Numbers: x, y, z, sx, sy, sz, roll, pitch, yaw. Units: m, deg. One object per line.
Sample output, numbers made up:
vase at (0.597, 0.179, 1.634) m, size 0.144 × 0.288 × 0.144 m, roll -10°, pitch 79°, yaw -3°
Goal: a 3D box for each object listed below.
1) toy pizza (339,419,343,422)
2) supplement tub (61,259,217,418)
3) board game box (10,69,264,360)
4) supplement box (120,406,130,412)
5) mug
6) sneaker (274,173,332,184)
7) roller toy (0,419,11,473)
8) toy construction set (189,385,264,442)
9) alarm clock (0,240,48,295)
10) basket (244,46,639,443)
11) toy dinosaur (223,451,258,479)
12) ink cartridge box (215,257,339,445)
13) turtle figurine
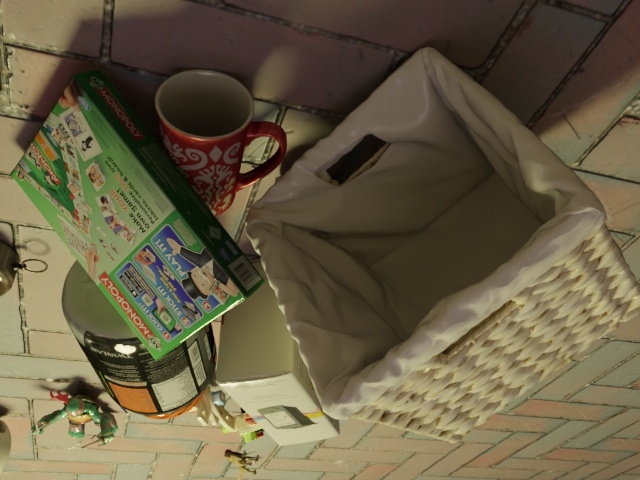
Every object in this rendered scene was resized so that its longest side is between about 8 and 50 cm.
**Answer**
toy pizza at (0.058, 0.399, 1.444) m, size 0.201 × 0.032 × 0.201 m, roll -29°, pitch 170°, yaw -6°
supplement tub at (-0.285, 0.160, 1.019) m, size 0.207 × 0.207 × 0.338 m, roll -1°, pitch 143°, yaw -4°
board game box at (-0.239, -0.019, 0.761) m, size 0.213 × 0.046 × 0.317 m, roll -35°, pitch 94°, yaw 38°
supplement box at (-0.388, 0.323, 1.321) m, size 0.083 × 0.083 × 0.056 m, roll -7°, pitch 143°, yaw 1°
mug at (-0.133, -0.103, 0.761) m, size 0.150 × 0.113 × 0.169 m, roll 31°, pitch 145°, yaw 8°
sneaker at (0.000, 0.000, 0.932) m, size 0.091 × 0.094 × 0.258 m, roll -5°, pitch 142°, yaw 8°
roller toy at (-0.831, 0.496, 1.407) m, size 0.191 × 0.209 × 0.146 m, roll -23°, pitch 140°, yaw 13°
toy construction set at (-0.132, 0.380, 1.366) m, size 0.328 × 0.151 × 0.215 m, roll -6°, pitch 168°, yaw 15°
alarm clock at (-0.536, 0.044, 0.966) m, size 0.192 × 0.064 × 0.129 m, roll -3°, pitch 142°, yaw -7°
basket at (0.138, 0.014, 0.735) m, size 0.328 × 0.331 × 0.266 m, roll -42°, pitch 137°, yaw 15°
toy dinosaur at (-0.236, 0.674, 1.833) m, size 0.093 × 0.053 × 0.183 m, roll 3°, pitch 137°, yaw 16°
ink cartridge box at (-0.065, 0.204, 1.084) m, size 0.131 × 0.226 × 0.306 m, roll -12°, pitch 143°, yaw 11°
turtle figurine at (-0.551, 0.412, 1.395) m, size 0.175 × 0.118 × 0.234 m, roll 13°, pitch 157°, yaw 1°
